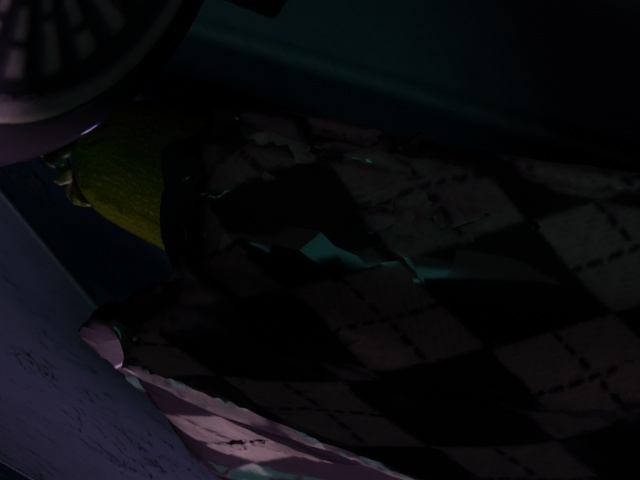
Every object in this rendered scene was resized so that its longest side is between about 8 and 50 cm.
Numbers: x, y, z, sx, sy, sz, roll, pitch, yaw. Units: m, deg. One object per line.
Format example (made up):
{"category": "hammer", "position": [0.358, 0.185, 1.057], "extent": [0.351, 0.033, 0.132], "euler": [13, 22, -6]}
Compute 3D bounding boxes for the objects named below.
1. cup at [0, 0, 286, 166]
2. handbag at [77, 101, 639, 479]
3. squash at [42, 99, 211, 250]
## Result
{"category": "cup", "position": [-0.115, -0.115, 0.605], "extent": [0.223, 0.169, 0.176], "euler": [12, -171, -46]}
{"category": "handbag", "position": [0.101, 0.118, 0.652], "extent": [0.316, 0.180, 0.416], "euler": [14, 154, 12]}
{"category": "squash", "position": [-0.001, 0.000, 0.781], "extent": [0.318, 0.071, 0.080], "euler": [24, -167, 24]}
